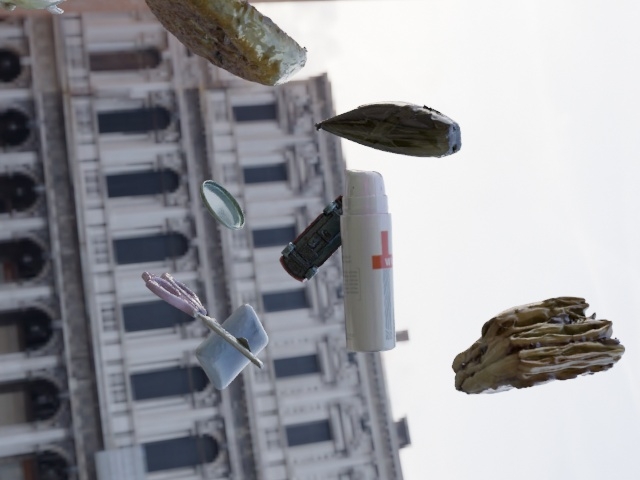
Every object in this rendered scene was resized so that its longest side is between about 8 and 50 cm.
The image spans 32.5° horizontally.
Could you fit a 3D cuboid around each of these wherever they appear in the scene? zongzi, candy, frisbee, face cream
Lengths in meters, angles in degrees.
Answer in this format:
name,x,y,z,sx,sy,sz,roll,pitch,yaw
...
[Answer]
name,x,y,z,sx,sy,sz,roll,pitch,yaw
zongzi,0.144,-0.226,2.232,0.221,0.242,0.112,22,-69,57
candy,-0.202,0.242,2.513,0.071,0.174,0.138,22,-33,43
frisbee,-0.181,-0.064,2.009,0.014,0.110,0.110,-38,-131,21
face cream,0.090,0.036,2.082,0.102,0.102,0.345,-172,-100,-72

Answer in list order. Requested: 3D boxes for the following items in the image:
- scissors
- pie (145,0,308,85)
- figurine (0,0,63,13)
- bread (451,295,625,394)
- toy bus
name,x,y,z,sx,sy,sz,roll,pitch,yaw
scissors,-0.153,0.106,1.489,0.212,0.110,0.021,35,-83,20
pie,-0.168,-0.353,1.796,0.092,0.315,0.315,-58,-162,-6
figurine,-0.579,-0.435,1.793,0.274,0.394,0.226,-98,169,-84
bread,0.495,0.249,2.570,0.370,0.314,0.191,136,-57,-71
toy bus,0.000,0.000,2.253,0.081,0.195,0.089,44,-9,1
